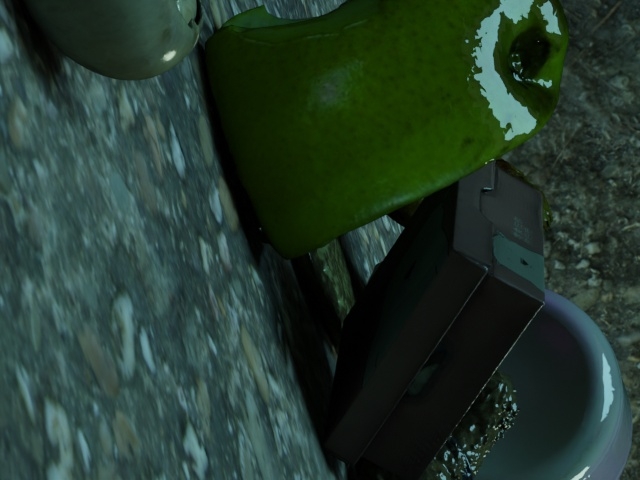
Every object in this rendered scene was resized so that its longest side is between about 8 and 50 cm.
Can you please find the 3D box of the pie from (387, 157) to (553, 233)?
[{"bbox_3d":[0.104,-0.076,1.922,0.288,0.103,0.355,34,12,-12],"label":"pie"}]

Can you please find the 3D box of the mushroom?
[{"bbox_3d":[-0.102,-0.160,1.001,0.154,0.122,0.154,-13,90,-89],"label":"mushroom"}]

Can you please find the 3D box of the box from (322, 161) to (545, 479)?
[{"bbox_3d":[0.094,0.059,1.537,0.086,0.215,0.215,28,26,-7],"label":"box"}]

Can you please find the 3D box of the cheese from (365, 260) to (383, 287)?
[{"bbox_3d":[0.165,0.047,2.073,0.163,0.248,0.071,-25,-116,54],"label":"cheese"}]

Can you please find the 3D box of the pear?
[{"bbox_3d":[0.061,-0.139,1.526,0.286,0.281,0.176,-75,143,-72],"label":"pear"}]

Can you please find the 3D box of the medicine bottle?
[{"bbox_3d":[0.212,0.198,2.021,0.302,0.241,0.241,56,18,-65],"label":"medicine bottle"}]

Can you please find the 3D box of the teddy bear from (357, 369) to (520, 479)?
[{"bbox_3d":[0.094,0.193,1.663,0.251,0.182,0.129,-59,173,-61],"label":"teddy bear"}]

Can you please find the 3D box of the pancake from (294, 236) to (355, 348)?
[{"bbox_3d":[0.000,0.000,1.738,0.235,0.029,0.212,-48,121,-81],"label":"pancake"}]
